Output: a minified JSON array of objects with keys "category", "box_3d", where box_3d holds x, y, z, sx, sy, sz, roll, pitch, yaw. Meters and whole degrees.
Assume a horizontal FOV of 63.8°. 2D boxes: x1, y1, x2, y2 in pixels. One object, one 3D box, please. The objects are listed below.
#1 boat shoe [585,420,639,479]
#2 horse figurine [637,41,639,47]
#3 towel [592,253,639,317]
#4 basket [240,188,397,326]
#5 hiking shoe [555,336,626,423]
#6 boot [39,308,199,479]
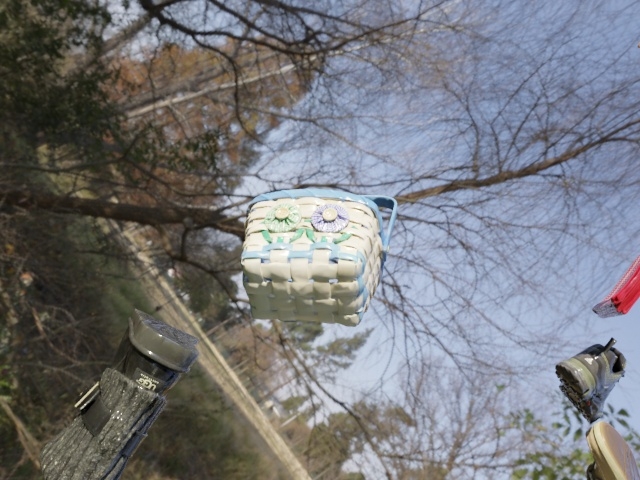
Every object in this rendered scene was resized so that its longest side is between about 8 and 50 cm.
[{"category":"boat shoe","box_3d":[0.562,0.477,0.987,0.098,0.109,0.302,-21,-70,34]},{"category":"horse figurine","box_3d":[0.553,-0.283,0.750,0.175,0.263,0.066,27,-20,-9]},{"category":"towel","box_3d":[0.543,0.046,0.873,0.031,0.198,0.275,38,5,24]},{"category":"basket","box_3d":[0.000,0.000,0.867,0.289,0.255,0.201,-75,163,-58]},{"category":"hiking shoe","box_3d":[0.483,0.243,0.891,0.227,0.114,0.086,47,8,-51]},{"category":"boot","box_3d":[-0.324,0.256,0.854,0.131,0.260,0.348,31,-11,-10]}]
